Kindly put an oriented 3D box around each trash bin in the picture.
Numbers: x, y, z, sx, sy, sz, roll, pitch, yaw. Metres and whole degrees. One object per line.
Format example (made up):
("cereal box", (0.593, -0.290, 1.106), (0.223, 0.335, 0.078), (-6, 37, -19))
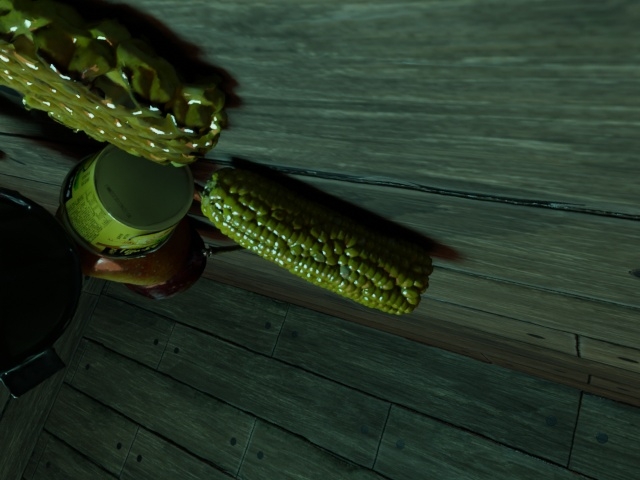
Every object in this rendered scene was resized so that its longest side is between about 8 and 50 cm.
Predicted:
("trash bin", (-0.445, 0.066, 0.645), (0.262, 0.217, 0.277), (-19, 101, 56))

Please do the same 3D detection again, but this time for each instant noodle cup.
("instant noodle cup", (-0.230, -0.058, 0.605), (0.151, 0.151, 0.122), (25, 155, -28))

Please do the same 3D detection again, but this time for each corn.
("corn", (-0.001, 0.005, 0.602), (0.313, 0.102, 0.102), (23, 168, -15))

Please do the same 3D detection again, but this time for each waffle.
("waffle", (-0.200, -0.134, 0.422), (0.243, 0.059, 0.238), (24, 171, -11))

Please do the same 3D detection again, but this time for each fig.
("fig", (-0.309, 0.031, 1.034), (0.249, 0.186, 0.204), (2, 143, 32))

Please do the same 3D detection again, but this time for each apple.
("apple", (-0.319, -0.023, 0.818), (0.210, 0.173, 0.235), (15, 178, -19))

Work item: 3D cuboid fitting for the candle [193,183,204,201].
("candle", (-0.165, -0.061, 0.753), (0.167, 0.021, 0.026), (29, 143, -35))
